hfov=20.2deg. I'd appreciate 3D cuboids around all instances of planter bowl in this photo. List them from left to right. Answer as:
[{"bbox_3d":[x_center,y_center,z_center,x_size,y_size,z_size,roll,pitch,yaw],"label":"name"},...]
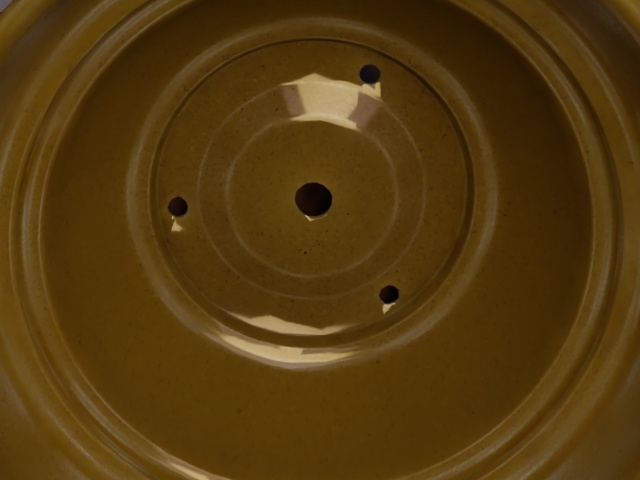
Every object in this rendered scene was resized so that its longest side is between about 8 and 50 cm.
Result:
[{"bbox_3d":[0.000,0.000,0.501,0.217,0.090,0.217,-1,109,-2],"label":"planter bowl"}]

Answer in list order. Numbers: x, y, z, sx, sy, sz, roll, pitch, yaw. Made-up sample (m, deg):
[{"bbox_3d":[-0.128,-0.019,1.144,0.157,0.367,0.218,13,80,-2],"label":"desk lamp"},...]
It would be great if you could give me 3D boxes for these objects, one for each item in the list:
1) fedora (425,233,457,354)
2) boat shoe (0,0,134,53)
[{"bbox_3d":[0.133,0.000,0.565,0.194,0.079,0.194,3,80,-16],"label":"fedora"},{"bbox_3d":[-0.015,-0.144,0.539,0.114,0.091,0.302,44,72,-6],"label":"boat shoe"}]
